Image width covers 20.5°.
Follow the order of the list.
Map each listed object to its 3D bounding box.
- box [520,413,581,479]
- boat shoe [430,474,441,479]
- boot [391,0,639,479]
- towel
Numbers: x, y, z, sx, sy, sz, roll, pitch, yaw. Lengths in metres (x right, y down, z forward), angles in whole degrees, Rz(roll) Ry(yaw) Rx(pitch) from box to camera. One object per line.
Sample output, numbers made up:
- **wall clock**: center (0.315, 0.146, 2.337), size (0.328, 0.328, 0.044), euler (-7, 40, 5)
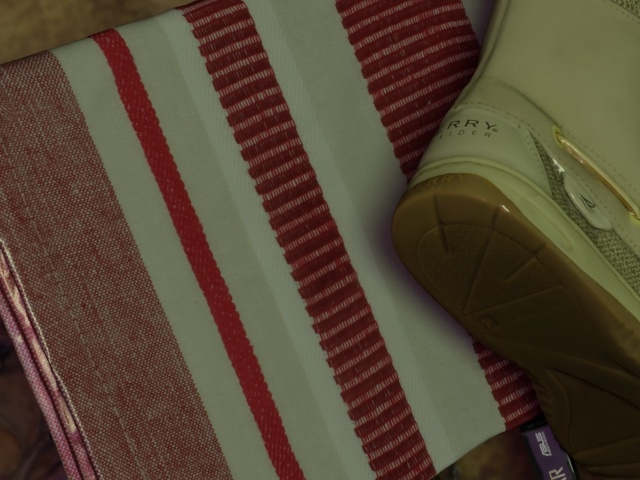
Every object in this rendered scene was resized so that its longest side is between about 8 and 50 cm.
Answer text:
- **box**: center (0.117, 0.115, 0.873), size (0.018, 0.083, 0.067), euler (-19, 94, 7)
- **boat shoe**: center (-0.028, 0.092, 0.865), size (0.110, 0.121, 0.341), euler (-25, 92, 27)
- **boot**: center (0.147, -0.009, 0.832), size (0.095, 0.203, 0.262), euler (-19, 129, 41)
- **towel**: center (0.000, 0.000, 0.795), size (0.037, 0.329, 0.237), euler (-18, 95, 50)
